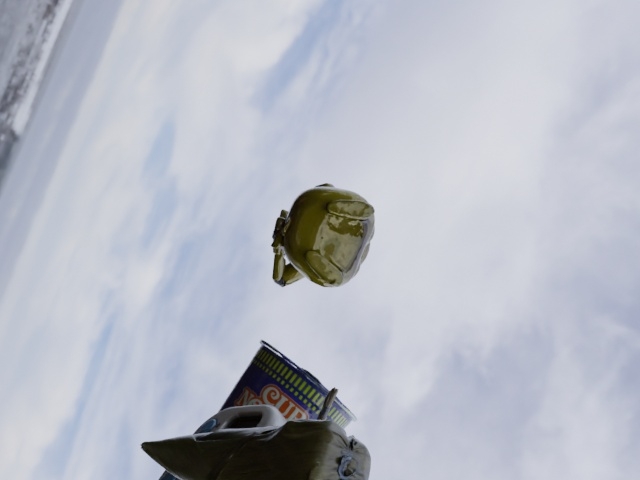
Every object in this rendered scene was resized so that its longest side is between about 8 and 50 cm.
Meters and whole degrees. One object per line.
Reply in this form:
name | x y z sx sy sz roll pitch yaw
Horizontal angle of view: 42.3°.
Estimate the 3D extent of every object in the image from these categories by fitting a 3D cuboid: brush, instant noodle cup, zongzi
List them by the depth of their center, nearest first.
zongzi | -0.089 0.284 1.078 0.251 0.274 0.125 126 -14 -54
brush | -0.010 0.307 1.302 0.043 0.014 0.170 112 4 -54
instant noodle cup | -0.121 0.417 1.769 0.312 0.284 0.284 -50 -162 -12

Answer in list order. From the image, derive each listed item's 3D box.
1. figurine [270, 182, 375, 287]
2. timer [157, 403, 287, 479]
figurine | 0.000 0.000 1.440 0.218 0.169 0.327 -62 176 -2
timer | -0.181 0.419 1.524 0.237 0.087 0.262 -13 -152 43
